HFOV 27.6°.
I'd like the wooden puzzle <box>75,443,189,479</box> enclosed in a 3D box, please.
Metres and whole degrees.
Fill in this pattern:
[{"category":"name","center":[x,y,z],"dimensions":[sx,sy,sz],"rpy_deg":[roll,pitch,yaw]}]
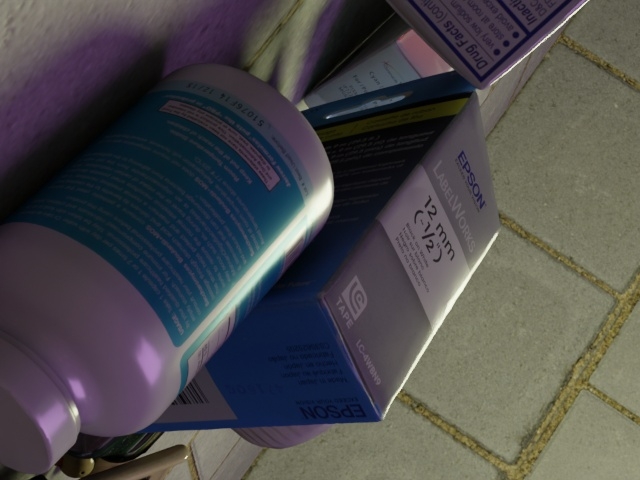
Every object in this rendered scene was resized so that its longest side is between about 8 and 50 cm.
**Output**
[{"category":"wooden puzzle","center":[-0.241,0.286,1.168],"dimensions":[0.221,0.044,0.238],"rpy_deg":[-12,146,-50]}]

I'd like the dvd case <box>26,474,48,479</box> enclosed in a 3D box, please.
[{"category":"dvd case","center":[-0.308,0.289,0.991],"dimensions":[0.180,0.022,0.253],"rpy_deg":[-21,148,-44]}]

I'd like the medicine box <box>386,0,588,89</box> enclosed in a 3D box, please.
[{"category":"medicine box","center":[0.163,-0.260,0.923],"dimensions":[0.289,0.149,0.263],"rpy_deg":[-41,-174,9]}]

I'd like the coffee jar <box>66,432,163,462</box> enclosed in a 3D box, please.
[{"category":"coffee jar","center":[-0.179,0.142,1.126],"dimensions":[0.096,0.079,0.184],"rpy_deg":[-46,170,-7]}]

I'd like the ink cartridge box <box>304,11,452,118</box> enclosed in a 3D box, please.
[{"category":"ink cartridge box","center":[0.149,-0.235,1.265],"dimensions":[0.261,0.066,0.296],"rpy_deg":[-29,-166,46]}]

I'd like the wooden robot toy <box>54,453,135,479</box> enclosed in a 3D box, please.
[{"category":"wooden robot toy","center":[-0.225,0.206,1.257],"dimensions":[0.079,0.076,0.173],"rpy_deg":[-1,134,-35]}]

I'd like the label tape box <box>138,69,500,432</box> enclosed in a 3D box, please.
[{"category":"label tape box","center":[0.000,0.000,1.029],"dimensions":[0.249,0.115,0.347],"rpy_deg":[-10,-154,37]}]

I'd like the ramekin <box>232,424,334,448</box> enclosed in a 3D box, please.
[{"category":"ramekin","center":[-0.024,0.094,1.184],"dimensions":[0.207,0.109,0.207],"rpy_deg":[-35,-163,12]}]

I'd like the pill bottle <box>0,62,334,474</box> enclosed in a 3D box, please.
[{"category":"pill bottle","center":[-0.115,0.016,0.790],"dimensions":[0.264,0.146,0.146],"rpy_deg":[-49,169,-38]}]
